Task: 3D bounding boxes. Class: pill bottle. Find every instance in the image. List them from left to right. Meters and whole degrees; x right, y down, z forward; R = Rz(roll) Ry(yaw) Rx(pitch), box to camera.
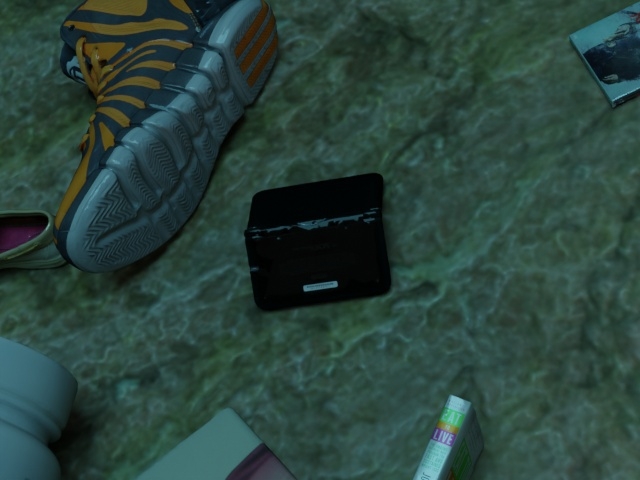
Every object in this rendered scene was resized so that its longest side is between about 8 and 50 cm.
[{"bbox_3d":[-0.302,0.223,1.122,0.160,0.160,0.283,8,64,18],"label":"pill bottle"}]

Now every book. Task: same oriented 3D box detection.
[{"bbox_3d":[0.080,0.198,1.075,0.035,0.096,0.144,20,69,17],"label":"book"}]

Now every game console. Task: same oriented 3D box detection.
[{"bbox_3d":[0.000,0.000,1.254,0.122,0.071,0.107,-9,90,10],"label":"game console"}]

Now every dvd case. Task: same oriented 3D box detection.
[{"bbox_3d":[0.297,-0.178,1.275,0.119,0.013,0.087,-24,59,-1],"label":"dvd case"}]

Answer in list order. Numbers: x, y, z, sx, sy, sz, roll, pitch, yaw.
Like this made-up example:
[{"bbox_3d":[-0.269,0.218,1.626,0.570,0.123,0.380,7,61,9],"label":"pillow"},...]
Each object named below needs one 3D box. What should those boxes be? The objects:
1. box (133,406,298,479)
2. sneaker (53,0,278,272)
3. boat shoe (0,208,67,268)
[{"bbox_3d":[-0.030,0.259,1.017,0.127,0.148,0.232,-38,50,-12],"label":"box"},{"bbox_3d":[-0.185,-0.114,1.314,0.180,0.124,0.321,17,57,26],"label":"sneaker"},{"bbox_3d":[-0.313,-0.002,1.306,0.170,0.059,0.063,-9,60,9],"label":"boat shoe"}]
